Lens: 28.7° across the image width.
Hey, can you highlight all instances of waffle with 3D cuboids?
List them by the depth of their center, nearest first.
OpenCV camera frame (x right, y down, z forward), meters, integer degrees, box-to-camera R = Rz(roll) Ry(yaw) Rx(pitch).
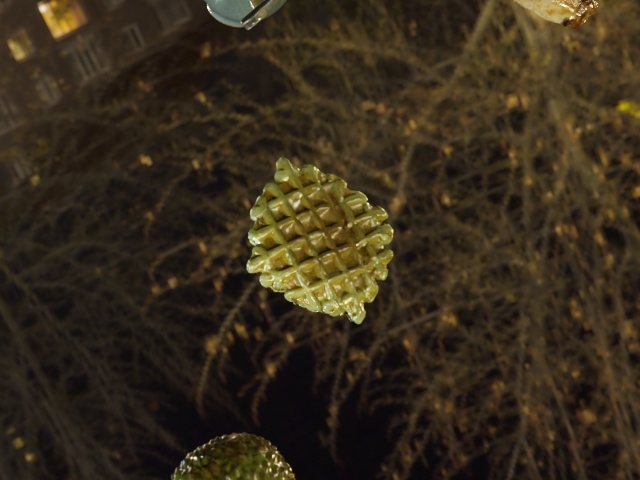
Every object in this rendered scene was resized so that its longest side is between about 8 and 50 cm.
[{"bbox_3d":[0.000,0.000,1.754,0.054,0.214,0.208,-46,-157,58],"label":"waffle"}]

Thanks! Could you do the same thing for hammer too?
[{"bbox_3d":[-0.088,-0.329,1.528,0.062,0.013,0.199,-36,-138,15],"label":"hammer"}]

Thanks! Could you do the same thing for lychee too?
[{"bbox_3d":[-0.095,0.303,1.404,0.171,0.171,0.171,-21,-159,8],"label":"lychee"}]

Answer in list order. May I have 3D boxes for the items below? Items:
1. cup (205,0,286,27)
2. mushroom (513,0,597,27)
[{"bbox_3d":[-0.111,-0.398,1.854,0.199,0.199,0.150,-47,168,-46],"label":"cup"},{"bbox_3d":[0.165,-0.334,1.313,0.233,0.302,0.208,4,-147,22],"label":"mushroom"}]
